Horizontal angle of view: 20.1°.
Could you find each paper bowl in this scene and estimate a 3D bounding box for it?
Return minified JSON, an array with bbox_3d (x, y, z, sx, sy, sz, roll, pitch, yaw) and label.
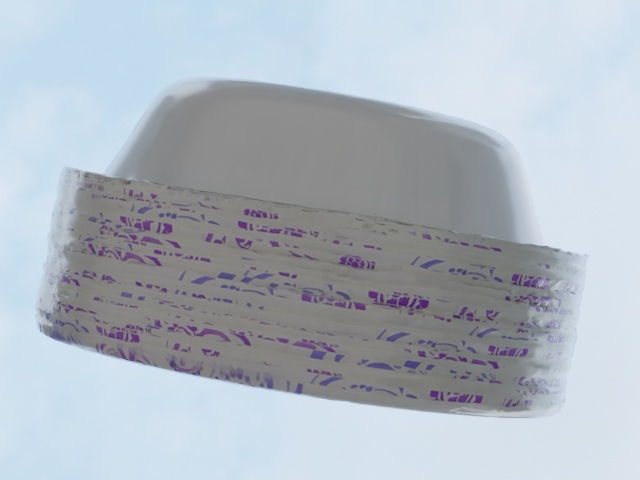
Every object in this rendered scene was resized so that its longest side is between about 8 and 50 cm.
[{"bbox_3d":[0.000,0.000,0.957,0.284,0.284,0.148,10,-91,19],"label":"paper bowl"}]
